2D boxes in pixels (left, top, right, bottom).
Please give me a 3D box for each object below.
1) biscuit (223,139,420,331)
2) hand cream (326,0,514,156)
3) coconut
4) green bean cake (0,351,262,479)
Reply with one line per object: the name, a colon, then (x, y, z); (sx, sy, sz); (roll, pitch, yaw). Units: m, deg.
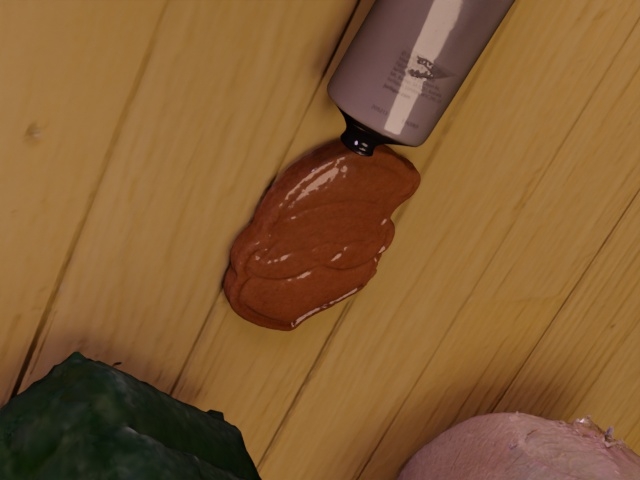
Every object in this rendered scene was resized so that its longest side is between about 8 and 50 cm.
biscuit: (0.000, 0.000, 0.718); (0.102, 0.019, 0.130); (3, 129, -39)
hand cream: (0.063, -0.120, 0.617); (0.087, 0.054, 0.186); (16, 114, -42)
coconut: (0.144, 0.229, 0.924); (0.224, 0.224, 0.234); (-45, 142, 11)
green bean cake: (-0.131, 0.253, 0.648); (0.300, 0.308, 0.169); (-44, 142, 7)
